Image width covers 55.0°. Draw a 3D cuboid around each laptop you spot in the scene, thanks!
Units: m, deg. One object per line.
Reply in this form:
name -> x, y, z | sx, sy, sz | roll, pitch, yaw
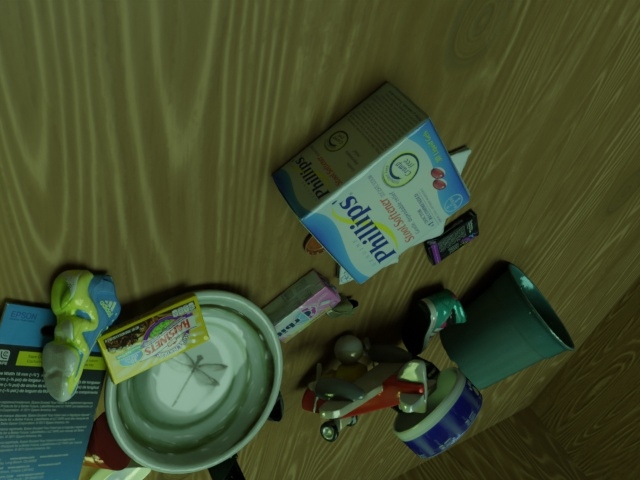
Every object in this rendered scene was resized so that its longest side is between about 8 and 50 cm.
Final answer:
laptop -> -0.249, 0.517, 1.607 | 0.136, 0.234, 0.264 | -38, 146, 5

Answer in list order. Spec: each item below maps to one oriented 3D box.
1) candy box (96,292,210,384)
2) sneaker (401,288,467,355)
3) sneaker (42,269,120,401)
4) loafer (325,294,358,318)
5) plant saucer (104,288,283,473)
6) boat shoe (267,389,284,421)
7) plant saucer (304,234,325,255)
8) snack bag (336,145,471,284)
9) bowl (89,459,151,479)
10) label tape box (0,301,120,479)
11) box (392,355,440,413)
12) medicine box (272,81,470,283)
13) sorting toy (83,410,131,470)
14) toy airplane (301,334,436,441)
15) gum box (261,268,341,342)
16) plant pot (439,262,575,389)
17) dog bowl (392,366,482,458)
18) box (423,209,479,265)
candy box -> -0.325, 0.190, 1.206 | 0.205, 0.027, 0.105 | -24, 113, -28
sneaker -> 0.368, 0.251, 1.949 | 0.178, 0.124, 0.296 | -19, 150, -20
sneaker -> -0.414, 0.167, 1.095 | 0.126, 0.091, 0.240 | -5, 112, -54
loafer -> 0.050, 0.170, 1.613 | 0.050, 0.056, 0.148 | -49, 155, 18
plant saucer -> -0.275, 0.295, 1.334 | 0.400, 0.100, 0.401 | -6, 101, -33
boat shoe -> -0.158, 0.428, 1.708 | 0.102, 0.092, 0.285 | -28, 145, -7
plant saucer -> 0.000, 0.000, 1.385 | 0.083, 0.013, 0.083 | -24, 145, -18
snack bag -> 0.197, -0.053, 1.477 | 0.342, 0.037, 0.323 | -21, 144, -22
bowl -> -0.546, 0.630, 1.647 | 0.142, 0.053, 0.142 | -44, 146, 11
label tape box -> -0.536, 0.284, 1.132 | 0.240, 0.105, 0.334 | 22, 80, -52
box -> 0.272, 0.449, 1.945 | 0.184, 0.045, 0.190 | -46, -173, -9
medicine box -> 0.104, -0.101, 1.193 | 0.289, 0.149, 0.263 | -39, 138, 4
sorting toy -> -0.444, 0.424, 1.368 | 0.126, 0.127, 0.365 | -22, 175, 10
toy airplane -> 0.134, 0.397, 1.769 | 0.384, 0.273, 0.386 | -21, 175, -12
gum box -> -0.048, 0.159, 1.496 | 0.188, 0.062, 0.107 | -38, 147, 3
plant pot -> 0.609, 0.312, 2.074 | 0.334, 0.341, 0.341 | -40, 148, 21
dog bowl -> 0.339, 0.498, 1.788 | 0.265, 0.104, 0.265 | -44, -179, 1
box -> 0.364, -0.006, 1.695 | 0.162, 0.029, 0.116 | -33, 148, -2
